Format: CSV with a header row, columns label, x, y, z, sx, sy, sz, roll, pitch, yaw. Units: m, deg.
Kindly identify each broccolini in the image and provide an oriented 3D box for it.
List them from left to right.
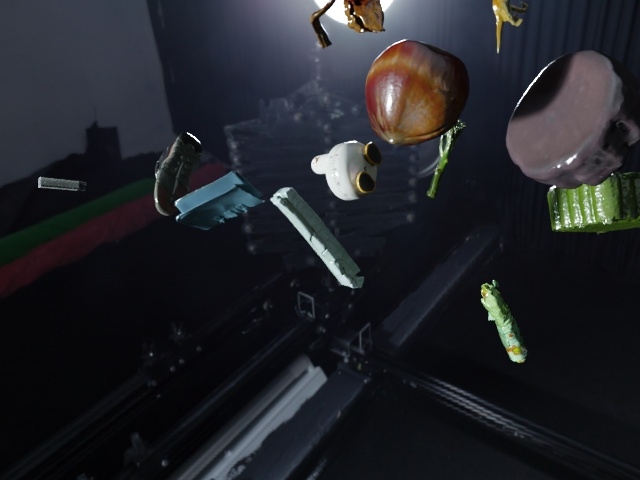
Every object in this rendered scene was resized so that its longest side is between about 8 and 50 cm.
label,x,y,z,sx,sy,sz,roll,pitch,yaw
broccolini,0.318,-0.218,1.346,0.067,0.216,0.058,25,-169,30

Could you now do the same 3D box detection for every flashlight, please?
label,x,y,z,sx,sy,sz,roll,pitch,yaw
flashlight,-0.502,-0.109,0.996,0.083,0.018,0.018,2,175,-42

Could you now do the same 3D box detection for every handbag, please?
label,x,y,z,sx,sy,sz,roll,pitch,yaw
handbag,-0.282,-0.099,1.423,0.221,0.144,0.057,-24,-119,19

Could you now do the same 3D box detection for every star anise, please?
label,x,y,z,sx,sy,sz,roll,pitch,yaw
star anise,0.079,-0.635,1.394,0.148,0.238,0.346,-17,177,-26

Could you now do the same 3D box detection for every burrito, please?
label,x,y,z,sx,sy,sz,roll,pitch,yaw
burrito,0.459,0.198,1.300,0.054,0.288,0.104,-31,-146,6

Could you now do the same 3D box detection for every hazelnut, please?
label,x,y,z,sx,sy,sz,roll,pitch,yaw
hazelnut,0.192,-0.301,1.084,0.229,0.230,0.230,-3,-150,2

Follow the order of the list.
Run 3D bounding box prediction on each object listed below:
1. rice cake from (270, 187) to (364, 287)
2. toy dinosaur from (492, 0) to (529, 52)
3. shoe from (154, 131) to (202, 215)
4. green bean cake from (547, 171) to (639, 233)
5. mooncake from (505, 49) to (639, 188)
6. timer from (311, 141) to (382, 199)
label,x,y,z,sx,sy,sz,roll,pitch,yaw
rice cake,0.000,0.000,1.330,0.063,0.336,0.066,-48,-159,-18
toy dinosaur,0.445,-0.574,1.274,0.126,0.162,0.039,34,-175,-7
shoe,-0.473,-0.207,1.612,0.137,0.114,0.291,-19,-132,39
green bean cake,0.833,-0.108,1.490,0.249,0.157,0.247,-2,174,-16
mooncake,0.542,-0.250,1.088,0.141,0.283,0.283,14,-158,-26
timer,0.106,-0.277,2.042,0.240,0.234,0.233,-1,-156,44
